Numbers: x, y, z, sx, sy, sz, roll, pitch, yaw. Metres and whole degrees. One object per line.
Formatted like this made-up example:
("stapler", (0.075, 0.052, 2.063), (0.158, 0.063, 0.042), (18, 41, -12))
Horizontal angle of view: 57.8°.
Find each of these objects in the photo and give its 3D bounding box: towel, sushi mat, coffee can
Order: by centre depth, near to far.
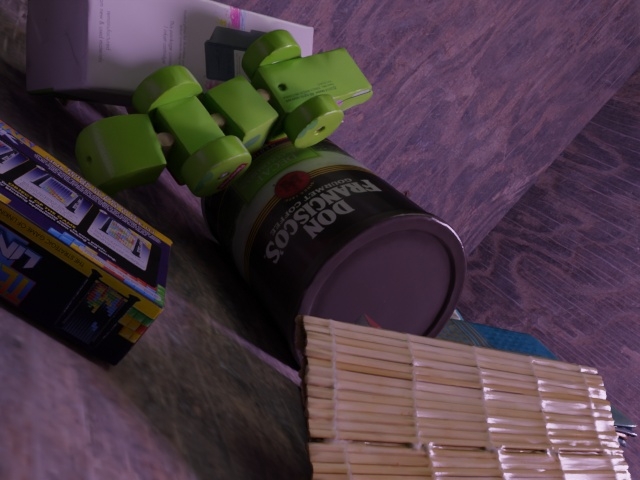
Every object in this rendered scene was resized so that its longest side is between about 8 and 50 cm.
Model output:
("sushi mat", (0.120, 0.144, 0.404), (0.317, 0.019, 0.151), (15, 56, -31))
("coffee can", (0.000, 0.000, 0.667), (0.201, 0.201, 0.275), (36, 6, -41))
("towel", (0.218, 0.182, 0.833), (0.370, 0.040, 0.271), (12, 17, -18))

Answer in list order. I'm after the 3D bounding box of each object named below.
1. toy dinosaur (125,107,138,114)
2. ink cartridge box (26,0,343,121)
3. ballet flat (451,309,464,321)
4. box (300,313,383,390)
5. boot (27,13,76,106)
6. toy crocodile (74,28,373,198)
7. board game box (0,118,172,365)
("toy dinosaur", (-0.287, -0.292, 0.971), (0.127, 0.295, 0.200), (7, -20, 38))
("ink cartridge box", (-0.153, -0.222, 0.732), (0.354, 0.119, 0.207), (-2, 10, -42))
("ballet flat", (0.152, 0.142, 1.162), (0.147, 0.147, 0.409), (40, 2, -14))
("box", (0.079, 0.162, 0.481), (0.170, 0.091, 0.130), (40, 5, -13))
("boot", (-0.271, -0.224, 0.832), (0.095, 0.203, 0.261), (24, -41, 44))
("toy crocodile", (-0.082, -0.126, 0.604), (0.115, 0.341, 0.105), (54, -34, 8))
("board game box", (-0.176, -0.014, 0.355), (0.170, 0.048, 0.141), (39, 4, -19))
